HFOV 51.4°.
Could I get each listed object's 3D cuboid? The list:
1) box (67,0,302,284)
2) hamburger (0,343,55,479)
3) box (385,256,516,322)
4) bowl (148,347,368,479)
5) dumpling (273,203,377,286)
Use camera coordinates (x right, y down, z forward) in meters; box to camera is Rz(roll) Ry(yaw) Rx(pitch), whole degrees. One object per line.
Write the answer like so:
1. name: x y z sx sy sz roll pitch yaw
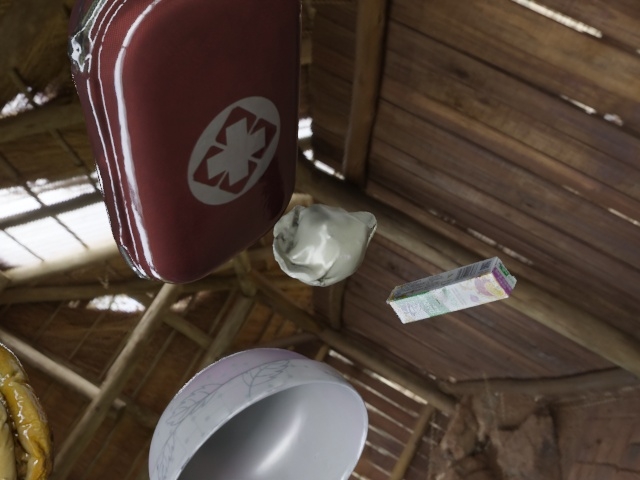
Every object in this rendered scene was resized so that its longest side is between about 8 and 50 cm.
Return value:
1. box: -0.129 -0.123 0.729 0.263 0.108 0.404 -37 -30 -31
2. hamburger: -0.531 0.312 0.995 0.170 0.314 0.290 -6 -42 -50
3. box: 0.195 0.078 1.018 0.207 0.050 0.041 -23 23 44
4. bowl: -0.093 0.252 0.847 0.287 0.144 0.287 -20 -52 -28
5. dumpling: 0.000 0.000 1.183 0.250 0.162 0.132 -40 -32 -48
